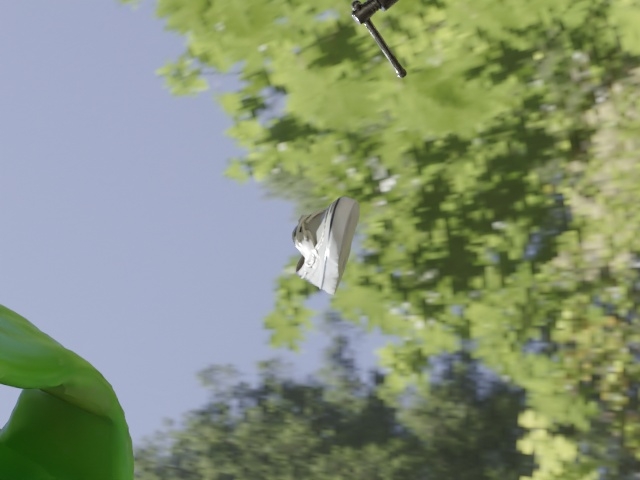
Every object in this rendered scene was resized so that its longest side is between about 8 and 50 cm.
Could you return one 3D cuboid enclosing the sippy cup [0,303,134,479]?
[{"bbox_3d":[-0.183,0.168,0.587,0.240,0.224,0.305,-6,-104,18],"label":"sippy cup"}]

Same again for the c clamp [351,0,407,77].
[{"bbox_3d":[0.072,-0.215,1.388,0.160,0.022,0.137,-44,-60,-2],"label":"c clamp"}]

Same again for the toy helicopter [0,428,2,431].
[{"bbox_3d":[-0.271,0.137,1.314,0.355,0.140,0.235,40,-146,-54],"label":"toy helicopter"}]

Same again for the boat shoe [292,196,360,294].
[{"bbox_3d":[0.000,0.000,1.159,0.035,0.100,0.035,20,-112,4],"label":"boat shoe"}]
